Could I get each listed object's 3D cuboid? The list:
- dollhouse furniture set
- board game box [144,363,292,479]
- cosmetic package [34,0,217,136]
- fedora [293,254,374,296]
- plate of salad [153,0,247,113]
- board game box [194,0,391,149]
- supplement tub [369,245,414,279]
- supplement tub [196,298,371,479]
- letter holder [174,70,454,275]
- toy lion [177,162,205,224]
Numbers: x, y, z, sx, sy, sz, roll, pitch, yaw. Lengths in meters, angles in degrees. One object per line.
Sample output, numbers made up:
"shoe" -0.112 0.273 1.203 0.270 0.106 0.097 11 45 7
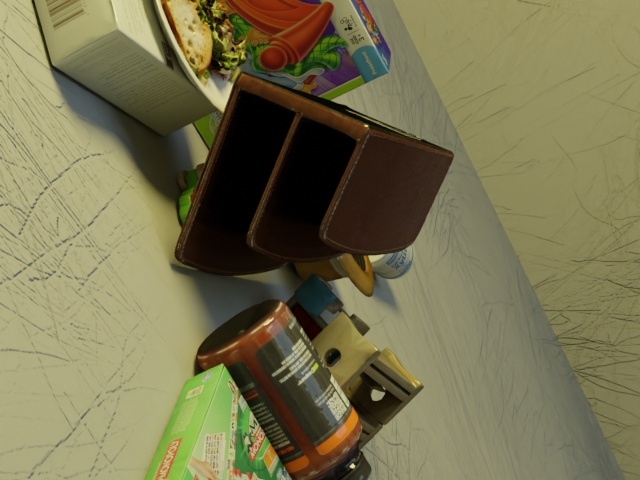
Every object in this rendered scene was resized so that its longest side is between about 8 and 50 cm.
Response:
"dollhouse furniture set" -0.011 0.126 1.618 0.184 0.129 0.129 47 3 35
"board game box" -0.076 0.268 1.276 0.213 0.046 0.317 61 16 -16
"cosmetic package" -0.194 -0.203 1.523 0.231 0.085 0.117 28 40 -64
"fedora" 0.000 0.000 1.865 0.194 0.079 0.194 60 10 -18
"plate of salad" -0.120 -0.222 1.557 0.200 0.048 0.200 58 17 -29
"board game box" -0.102 -0.299 1.689 0.347 0.233 0.078 59 16 -20
"supplement tub" 0.088 0.012 2.152 0.107 0.071 0.071 31 38 -64
"supplement tub" -0.030 0.163 1.456 0.198 0.106 0.106 58 17 -11
"letter holder" -0.003 -0.036 1.586 0.152 0.214 0.302 25 7 20
"toy lion" -0.122 -0.026 1.603 0.100 0.034 0.096 46 32 -51
